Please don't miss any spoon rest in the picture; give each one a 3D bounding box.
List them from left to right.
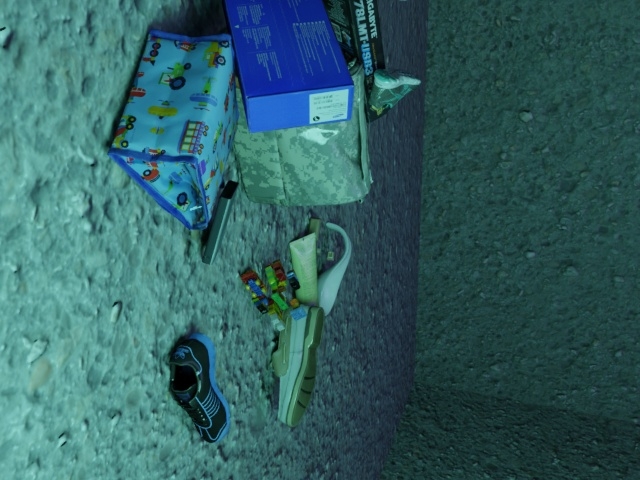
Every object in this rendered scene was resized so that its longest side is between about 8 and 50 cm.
[{"bbox_3d":[0.036,0.087,1.821,0.137,0.084,0.276,39,59,-68],"label":"spoon rest"}]

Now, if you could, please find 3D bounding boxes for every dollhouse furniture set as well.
[{"bbox_3d":[0.000,0.000,1.710,0.081,0.091,0.114,85,13,-75],"label":"dollhouse furniture set"}]

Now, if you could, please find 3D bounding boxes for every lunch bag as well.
[{"bbox_3d":[-0.198,-0.160,1.015,0.293,0.138,0.221,74,25,-67],"label":"lunch bag"},{"bbox_3d":[-0.027,-0.221,1.263,0.212,0.256,0.305,-59,150,-50],"label":"lunch bag"}]

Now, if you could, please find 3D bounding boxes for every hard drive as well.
[{"bbox_3d":[-0.183,-0.035,1.130,0.094,0.022,0.135,-84,-167,-66],"label":"hard drive"}]

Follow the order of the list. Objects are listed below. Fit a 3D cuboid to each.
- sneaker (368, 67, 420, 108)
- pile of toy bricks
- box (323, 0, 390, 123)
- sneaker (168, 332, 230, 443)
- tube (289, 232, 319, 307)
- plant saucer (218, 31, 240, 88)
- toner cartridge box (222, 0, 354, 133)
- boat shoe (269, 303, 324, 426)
[{"bbox_3d":[0.144,-0.305,1.249,0.166,0.065,0.076,-21,141,-52],"label":"sneaker"},{"bbox_3d":[-0.104,0.102,1.417,0.212,0.118,0.105,60,8,-47],"label":"pile of toy bricks"},{"bbox_3d":[0.019,-0.433,1.307,0.073,0.295,0.293,-34,139,-15],"label":"box"},{"bbox_3d":[-0.229,0.288,1.133,0.090,0.081,0.232,-44,130,-58],"label":"sneaker"},{"bbox_3d":[-0.039,0.102,1.647,0.070,0.062,0.240,-83,170,-66],"label":"tube"},{"bbox_3d":[-0.105,-0.319,1.105,0.200,0.200,0.037,-63,168,-45],"label":"plant saucer"},{"bbox_3d":[-0.065,-0.331,1.022,0.075,0.165,0.348,95,-15,-53],"label":"toner cartridge box"},{"bbox_3d":[-0.069,0.310,1.556,0.113,0.103,0.302,54,45,-63],"label":"boat shoe"}]
